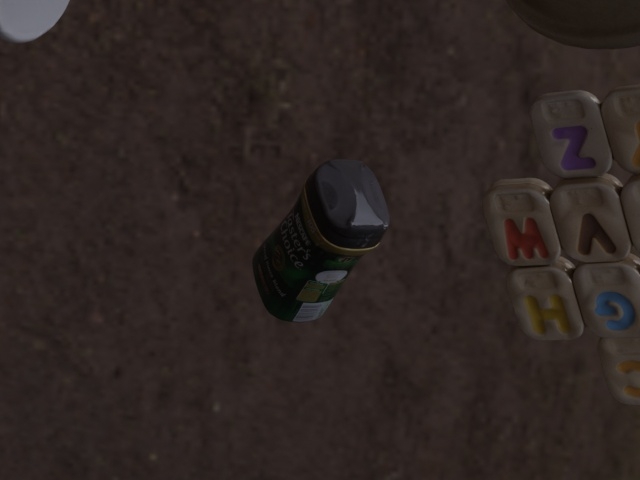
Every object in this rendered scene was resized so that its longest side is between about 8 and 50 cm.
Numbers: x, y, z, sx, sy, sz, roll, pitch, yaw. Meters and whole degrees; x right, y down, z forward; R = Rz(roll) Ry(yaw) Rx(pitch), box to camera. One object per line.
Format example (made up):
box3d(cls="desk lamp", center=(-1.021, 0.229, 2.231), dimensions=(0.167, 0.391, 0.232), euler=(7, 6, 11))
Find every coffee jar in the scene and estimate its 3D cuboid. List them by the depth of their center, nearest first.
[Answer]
box3d(cls="coffee jar", center=(0.000, 0.000, 1.715), dimensions=(0.079, 0.184, 0.096), euler=(0, 57, -29))

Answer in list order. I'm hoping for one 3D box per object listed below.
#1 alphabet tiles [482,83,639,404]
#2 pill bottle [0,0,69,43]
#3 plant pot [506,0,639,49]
box3d(cls="alphabet tiles", center=(0.265, 0.011, 1.253), dimensions=(0.021, 0.284, 0.278), euler=(-51, 130, -49))
box3d(cls="pill bottle", center=(-0.347, -0.272, 1.606), dimensions=(0.117, 0.208, 0.117), euler=(-38, 141, -39))
box3d(cls="plant pot", center=(0.153, -0.342, 1.084), dimensions=(0.305, 0.334, 0.333), euler=(32, 68, -37))
